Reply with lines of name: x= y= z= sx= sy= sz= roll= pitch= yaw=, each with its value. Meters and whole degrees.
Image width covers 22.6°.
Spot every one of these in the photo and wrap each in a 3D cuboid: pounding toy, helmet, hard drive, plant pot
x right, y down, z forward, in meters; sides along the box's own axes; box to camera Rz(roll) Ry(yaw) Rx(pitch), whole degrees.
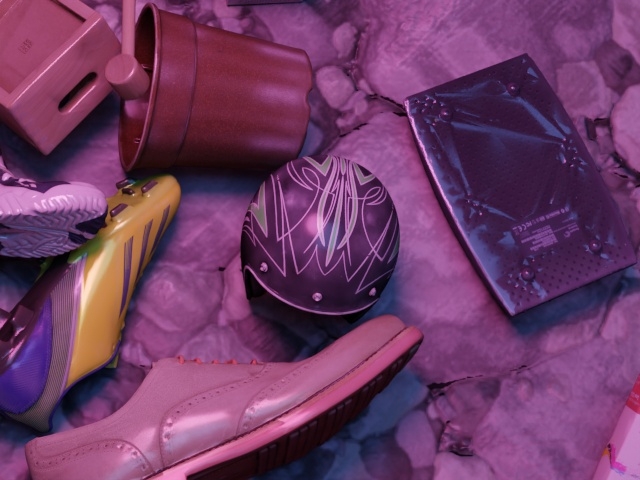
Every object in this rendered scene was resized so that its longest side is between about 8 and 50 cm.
pounding toy: x=-0.230 y=-0.173 z=1.549 sx=0.206 sy=0.094 sz=0.181 roll=35 pitch=76 yaw=34
helmet: x=0.000 y=0.000 z=1.551 sx=0.169 sy=0.161 sz=0.169 roll=4 pitch=71 yaw=-10
hard drive: x=0.202 y=-0.055 z=1.670 sx=0.172 sy=0.054 sz=0.255 roll=-22 pitch=77 yaw=-18
plant pot: x=-0.103 y=-0.141 z=1.588 sx=0.165 sy=0.167 sz=0.167 roll=6 pitch=70 yaw=-17

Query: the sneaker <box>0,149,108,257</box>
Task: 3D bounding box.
sneaker: x=-0.307 y=-0.061 z=1.518 sx=0.235 sy=0.094 sz=0.153 roll=-14 pitch=59 yaw=25

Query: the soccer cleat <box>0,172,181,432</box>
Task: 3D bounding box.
soccer cleat: x=-0.220 y=0.056 z=1.543 sx=0.121 sy=0.093 sz=0.289 roll=50 pitch=61 yaw=-25

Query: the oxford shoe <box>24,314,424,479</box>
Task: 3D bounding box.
oxford shoe: x=-0.086 y=0.151 z=1.499 sx=0.397 sy=0.140 sz=0.146 roll=-27 pitch=71 yaw=-21

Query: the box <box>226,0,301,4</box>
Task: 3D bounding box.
box: x=-0.056 y=-0.313 z=1.681 sx=0.087 sy=0.102 sz=0.101 roll=-5 pitch=73 yaw=-15

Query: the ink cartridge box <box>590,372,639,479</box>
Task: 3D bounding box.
ink cartridge box: x=0.329 y=0.242 z=1.566 sx=0.115 sy=0.067 sz=0.198 roll=25 pitch=92 yaw=-2
